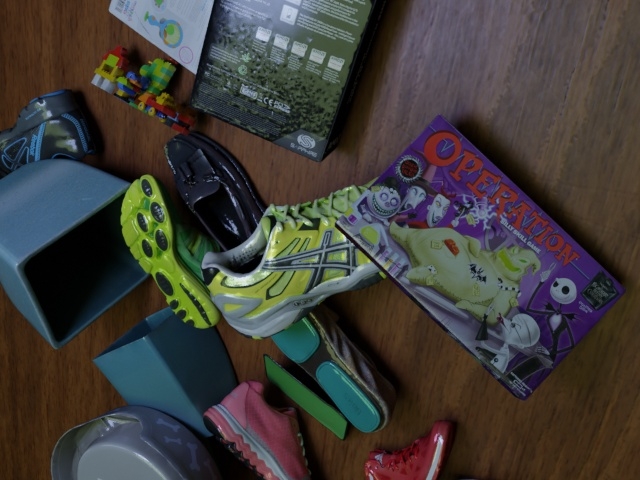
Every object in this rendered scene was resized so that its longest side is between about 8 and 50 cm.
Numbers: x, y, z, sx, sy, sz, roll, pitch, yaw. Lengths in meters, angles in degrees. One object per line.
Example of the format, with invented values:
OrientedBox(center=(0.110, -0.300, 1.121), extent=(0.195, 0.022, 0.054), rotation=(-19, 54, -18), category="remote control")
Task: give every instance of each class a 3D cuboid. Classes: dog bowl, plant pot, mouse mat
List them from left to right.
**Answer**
OrientedBox(center=(-0.499, -0.006, 1.273), extent=(0.252, 0.247, 0.247), rotation=(30, 144, 23), category="plant pot")
OrientedBox(center=(-0.332, 0.464, 1.286), extent=(0.349, 0.102, 0.348), rotation=(9, 112, 22), category="dog bowl")
OrientedBox(center=(-0.272, 0.260, 1.324), extent=(0.165, 0.166, 0.234), rotation=(-25, 102, 34), category="plant pot")
OrientedBox(center=(-0.027, 0.279, 1.221), extent=(0.190, 0.007, 0.152), rotation=(35, 156, 16), category="mouse mat")

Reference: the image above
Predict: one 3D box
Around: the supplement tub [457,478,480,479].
OrientedBox(center=(0.248, 0.507, 1.114), extent=(0.144, 0.144, 0.199), rotation=(-2, 106, 30), category="supplement tub")

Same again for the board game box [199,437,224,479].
OrientedBox(center=(-0.350, 0.514, 1.520), extent=(0.317, 0.046, 0.213), rotation=(-14, 100, 33), category="board game box")

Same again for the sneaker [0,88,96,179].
OrientedBox(center=(-0.581, -0.165, 1.369), extent=(0.341, 0.125, 0.139), rotation=(-23, 100, 36), category="sneaker")

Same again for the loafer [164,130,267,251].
OrientedBox(center=(-0.172, -0.065, 1.184), extent=(0.302, 0.095, 0.109), rotation=(49, 123, 6), category="loafer")

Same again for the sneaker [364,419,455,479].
OrientedBox(center=(0.140, 0.374, 1.166), extent=(0.128, 0.087, 0.221), rotation=(24, 116, 20), category="sneaker")

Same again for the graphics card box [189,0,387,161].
OrientedBox(center=(-0.034, -0.325, 0.994), extent=(0.233, 0.094, 0.370), rotation=(23, 117, 7), category="graphics card box")

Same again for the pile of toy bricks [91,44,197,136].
OrientedBox(center=(-0.286, -0.270, 1.189), extent=(0.212, 0.118, 0.105), rotation=(31, 92, 36), category="pile of toy bricks")

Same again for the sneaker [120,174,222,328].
OrientedBox(center=(-0.256, 0.017, 1.238), extent=(0.109, 0.123, 0.295), rotation=(-15, 110, 25), category="sneaker")

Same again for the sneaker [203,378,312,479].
OrientedBox(center=(-0.070, 0.384, 1.275), extent=(0.314, 0.136, 0.116), rotation=(52, 156, -21), category="sneaker")

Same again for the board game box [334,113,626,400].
OrientedBox(center=(0.213, 0.022, 0.935), extent=(0.347, 0.056, 0.208), rotation=(43, 83, 1), category="board game box")

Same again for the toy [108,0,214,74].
OrientedBox(center=(-0.226, -0.375, 1.129), extent=(0.237, 0.056, 0.137), rotation=(35, 119, 7), category="toy")

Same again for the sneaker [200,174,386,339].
OrientedBox(center=(0.000, 0.000, 1.004), extent=(0.385, 0.145, 0.147), rotation=(-35, 127, 6), category="sneaker")

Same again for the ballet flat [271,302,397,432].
OrientedBox(center=(0.011, 0.180, 1.159), extent=(0.316, 0.106, 0.107), rotation=(52, 126, 6), category="ballet flat")
